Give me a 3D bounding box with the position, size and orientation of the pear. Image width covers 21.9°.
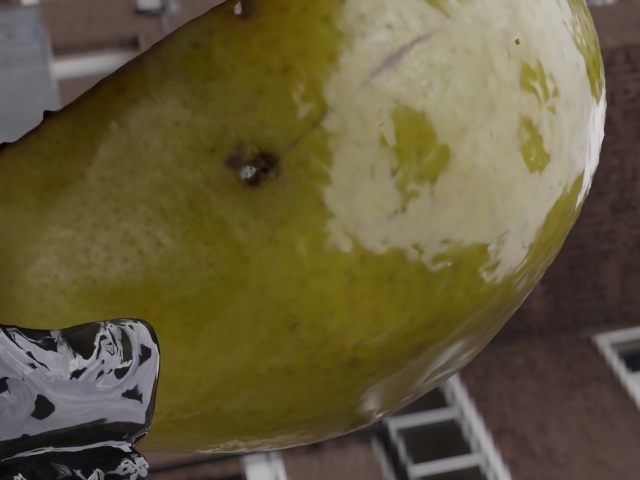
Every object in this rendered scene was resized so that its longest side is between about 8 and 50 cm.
[{"bbox_3d":[0.000,0.000,0.873,0.191,0.386,0.340,57,-18,10],"label":"pear"}]

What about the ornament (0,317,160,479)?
[{"bbox_3d":[-0.102,0.187,0.569,0.251,0.106,0.260,-42,-112,34],"label":"ornament"}]
